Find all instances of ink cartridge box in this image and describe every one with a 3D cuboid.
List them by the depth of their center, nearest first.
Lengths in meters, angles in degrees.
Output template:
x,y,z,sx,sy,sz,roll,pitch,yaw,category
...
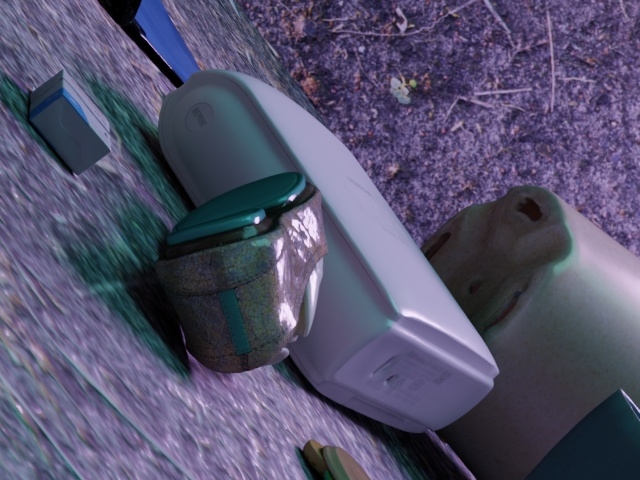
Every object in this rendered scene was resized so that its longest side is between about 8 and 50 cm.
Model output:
x,y,z,sx,sy,sz,roll,pitch,yaw,category
-0.158,-0.077,1.178,0.048,0.028,0.083,51,5,-20,ink cartridge box

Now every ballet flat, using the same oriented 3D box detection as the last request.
x,y,z,sx,sy,sz,roll,pitch,yaw,category
-0.048,0.025,1.210,0.316,0.108,0.106,-50,123,-79,ballet flat

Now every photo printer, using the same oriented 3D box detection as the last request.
x,y,z,sx,sy,sz,roll,pitch,yaw,category
0.000,0.000,1.534,0.307,0.107,0.256,56,12,28,photo printer

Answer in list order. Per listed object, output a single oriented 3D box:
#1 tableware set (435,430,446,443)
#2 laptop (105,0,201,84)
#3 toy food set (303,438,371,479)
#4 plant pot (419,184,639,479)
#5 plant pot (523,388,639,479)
x,y,z,sx,sy,sz,roll,pitch,yaw,category
0.106,0.156,1.955,0.104,0.024,0.154,44,11,-41,tableware set
-0.150,-0.358,1.983,0.236,0.408,0.382,6,34,-33,laptop
0.023,0.167,1.204,0.083,0.020,0.082,49,7,-39,toy food set
0.227,0.126,1.734,0.305,0.334,0.334,42,10,-25,plant pot
0.150,0.244,0.873,0.290,0.195,0.290,52,5,-7,plant pot
